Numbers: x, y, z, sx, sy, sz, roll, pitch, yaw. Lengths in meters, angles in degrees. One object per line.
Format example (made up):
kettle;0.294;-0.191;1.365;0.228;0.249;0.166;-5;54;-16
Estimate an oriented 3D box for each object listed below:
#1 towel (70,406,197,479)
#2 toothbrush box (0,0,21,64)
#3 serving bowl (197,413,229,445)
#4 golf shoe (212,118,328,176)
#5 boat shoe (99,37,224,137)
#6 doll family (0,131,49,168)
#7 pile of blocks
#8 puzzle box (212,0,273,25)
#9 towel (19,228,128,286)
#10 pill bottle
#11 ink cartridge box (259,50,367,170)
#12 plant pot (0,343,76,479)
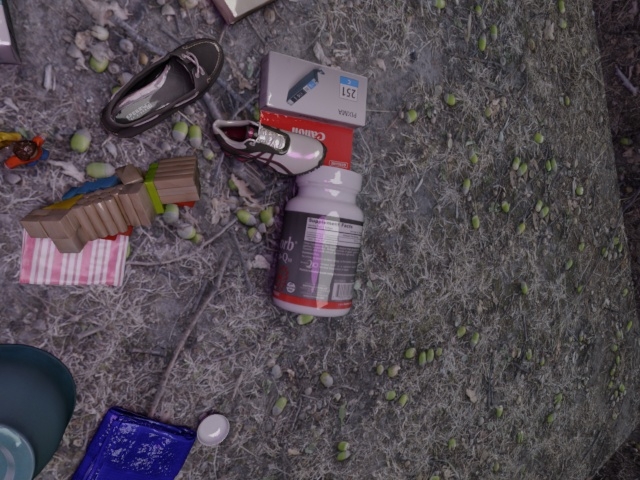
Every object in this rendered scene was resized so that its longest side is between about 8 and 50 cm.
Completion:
towel;-0.458;0.569;0.944;0.228;0.076;0.308;30;82;-23
toothbrush box;-0.680;-0.470;0.691;0.217;0.126;0.295;-13;101;-27
serving bowl;-0.283;0.491;1.061;0.084;0.027;0.083;-3;97;-28
golf shoe;-0.122;-0.221;0.951;0.273;0.120;0.105;10;85;9
boat shoe;-0.337;-0.345;0.904;0.335;0.096;0.112;-45;113;-16
doll family;-0.630;-0.128;0.733;0.118;0.163;0.262;42;76;-25
pile of blocks;-0.425;-0.076;0.884;0.363;0.149;0.112;-24;134;-22
puzzle box;-0.224;-0.746;0.930;0.272;0.052;0.408;-43;113;-25
towel;-0.529;0.029;0.880;0.197;0.029;0.144;6;93;-28
pill bottle;0.000;0.000;1.056;0.210;0.210;0.362;8;91;-28
ink cartridge box;-0.018;-0.334;1.092;0.297;0.066;0.260;2;93;-28
plant pot;-0.613;0.361;0.744;0.272;0.255;0.271;-3;97;-28
